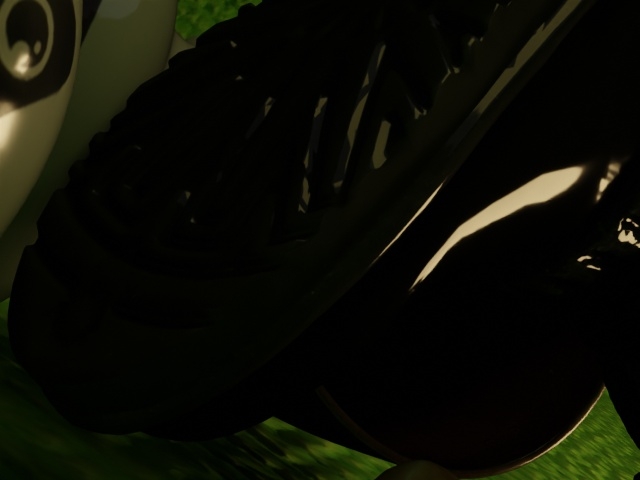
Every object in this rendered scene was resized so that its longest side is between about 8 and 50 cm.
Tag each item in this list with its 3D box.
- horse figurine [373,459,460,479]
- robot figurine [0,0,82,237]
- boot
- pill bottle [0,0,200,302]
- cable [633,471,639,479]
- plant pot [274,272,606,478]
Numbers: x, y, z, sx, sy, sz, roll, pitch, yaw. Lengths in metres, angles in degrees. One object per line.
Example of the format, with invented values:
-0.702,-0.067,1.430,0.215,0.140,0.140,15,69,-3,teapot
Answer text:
0.061,0.132,0.519,0.174,0.066,0.263,37,5,0,horse figurine
-0.189,-0.077,0.332,0.278,0.209,0.173,26,-5,-30,robot figurine
0.079,0.010,0.540,0.131,0.348,0.260,16,-38,51,boot
-0.182,-0.089,0.535,0.323,0.182,0.181,30,5,-23,pill bottle
0.175,0.135,0.567,0.150,0.047,0.184,16,7,-4,cable
0.000,0.000,0.716,0.215,0.215,0.230,29,-19,-30,plant pot
